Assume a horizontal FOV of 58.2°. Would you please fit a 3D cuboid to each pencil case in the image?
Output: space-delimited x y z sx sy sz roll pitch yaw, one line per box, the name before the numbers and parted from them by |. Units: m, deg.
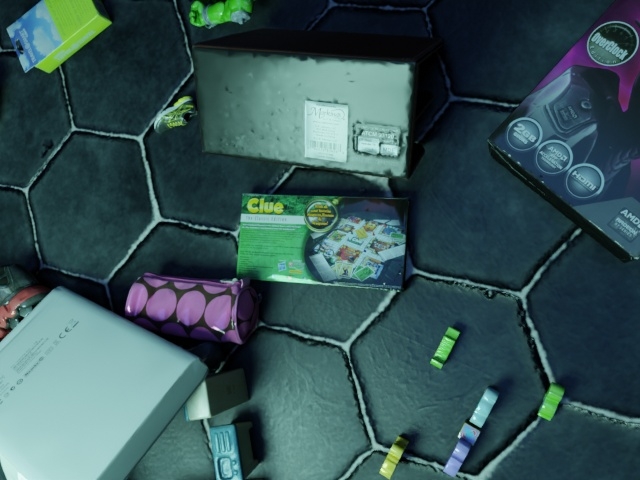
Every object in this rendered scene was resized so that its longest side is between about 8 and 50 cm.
pencil case | -0.197 0.097 0.880 0.209 0.095 0.098 2 107 19

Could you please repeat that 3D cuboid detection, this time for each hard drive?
hard drive | -0.354 0.206 0.819 0.353 0.047 0.233 16 56 36

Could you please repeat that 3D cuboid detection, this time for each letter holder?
letter holder | 0.007 -0.211 0.824 0.302 0.214 0.152 10 120 18

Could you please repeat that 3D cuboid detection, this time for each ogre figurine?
ogre figurine | -0.129 -0.419 0.902 0.118 0.097 0.197 37 86 29

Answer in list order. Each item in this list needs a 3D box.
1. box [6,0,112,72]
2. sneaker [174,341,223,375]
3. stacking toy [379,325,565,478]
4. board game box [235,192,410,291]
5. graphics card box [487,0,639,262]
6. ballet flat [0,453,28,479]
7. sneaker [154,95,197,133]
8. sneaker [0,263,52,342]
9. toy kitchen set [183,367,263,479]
box | -0.472 -0.387 1.037 0.178 0.042 0.109 -31 76 14
sneaker | -0.287 0.192 0.894 0.283 0.110 0.122 -21 76 15
stacking toy | 0.197 0.250 0.757 0.167 0.052 0.221 26 93 18
board game box | 0.000 0.000 0.857 0.260 0.030 0.136 4 89 18
graphics card box | 0.416 -0.182 0.701 0.233 0.094 0.371 45 100 16
ballet flat | -0.346 0.433 0.843 0.139 0.139 0.400 -21 90 15
sneaker | -0.239 -0.202 0.950 0.083 0.031 0.035 -39 75 11
sneaker | -0.584 0.147 1.000 0.276 0.098 0.135 -43 74 8
toy kitchen set | -0.194 0.310 0.843 0.166 0.122 0.207 -14 81 17
